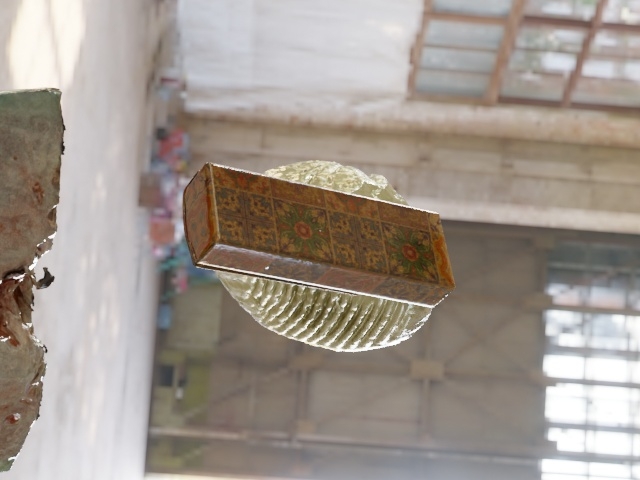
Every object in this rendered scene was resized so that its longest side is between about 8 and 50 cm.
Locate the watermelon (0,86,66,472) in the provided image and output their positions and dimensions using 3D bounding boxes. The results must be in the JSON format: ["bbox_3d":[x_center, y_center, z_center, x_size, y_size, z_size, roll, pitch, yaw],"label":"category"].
[{"bbox_3d":[-0.321,0.025,1.163,0.175,0.188,0.322,18,-78,54],"label":"watermelon"}]

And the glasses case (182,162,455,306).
[{"bbox_3d":[0.000,0.000,1.158,0.049,0.218,0.075,-45,-136,44],"label":"glasses case"}]

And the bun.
[{"bbox_3d":[0.004,0.008,1.371,0.220,0.220,0.134,98,9,-59],"label":"bun"}]
